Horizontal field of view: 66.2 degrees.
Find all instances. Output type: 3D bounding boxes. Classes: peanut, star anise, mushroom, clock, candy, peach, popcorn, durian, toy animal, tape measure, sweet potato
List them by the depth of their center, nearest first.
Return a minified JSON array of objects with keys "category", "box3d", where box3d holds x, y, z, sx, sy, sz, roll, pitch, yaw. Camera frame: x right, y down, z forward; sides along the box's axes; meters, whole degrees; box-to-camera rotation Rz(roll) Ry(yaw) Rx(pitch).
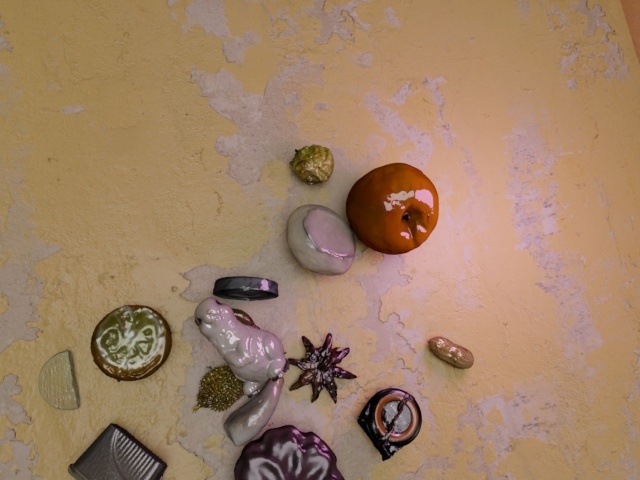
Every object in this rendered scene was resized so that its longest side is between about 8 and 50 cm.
[{"category":"toy animal","box3d":[-0.271,0.328,1.634,0.194,0.258,0.357,-39,98,7]},{"category":"candy","box3d":[-0.627,0.341,1.641,0.260,0.118,0.259,3,76,-13]},{"category":"durian","box3d":[-0.351,0.512,1.669,0.208,0.102,0.146,-34,92,-12]},{"category":"mushroom","box3d":[-0.211,0.576,1.676,0.270,0.118,0.103,-44,128,-18]},{"category":"clock","box3d":[-0.257,0.168,1.697,0.226,0.226,0.049,3,72,-11]},{"category":"sweet potato","box3d":[-0.328,0.280,1.744,0.233,0.062,0.081,8,93,-13]},{"category":"tape measure","box3d":[0.251,0.636,1.746,0.223,0.135,0.202,-34,76,-18]},{"category":"star anise","box3d":[0.009,0.460,1.749,0.272,0.102,0.271,2,81,-10]},{"category":"candy","box3d":[0.000,0.000,1.803,0.296,0.185,0.295,23,49,-29]},{"category":"peach","box3d":[0.265,-0.125,1.827,0.343,0.301,0.342,-7,112,-17]},{"category":"peanut","box3d":[0.495,0.427,1.859,0.194,0.093,0.083,27,101,-7]},{"category":"popcorn","box3d":[-0.034,-0.296,1.889,0.174,0.142,0.173,-5,73,17]}]

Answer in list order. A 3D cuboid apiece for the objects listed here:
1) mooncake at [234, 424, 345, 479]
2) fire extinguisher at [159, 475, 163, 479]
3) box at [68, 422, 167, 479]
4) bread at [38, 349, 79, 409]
[{"category":"mooncake","box3d":[-0.115,0.797,1.606,0.381,0.212,0.350,-31,79,-18]},{"category":"fire extinguisher","box3d":[-0.429,0.892,1.573,0.311,0.095,0.114,43,60,-1]},{"category":"box","box3d":[-0.618,0.720,1.533,0.274,0.138,0.178,33,69,9]},{"category":"bread","box3d":[-0.861,0.467,1.610,0.112,0.036,0.192,-12,84,-9]}]
